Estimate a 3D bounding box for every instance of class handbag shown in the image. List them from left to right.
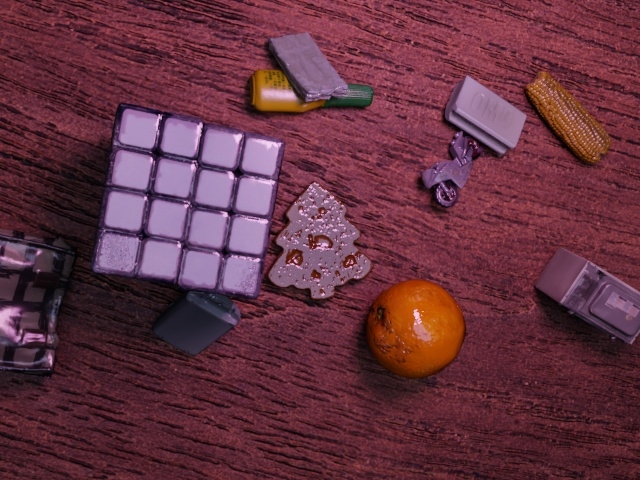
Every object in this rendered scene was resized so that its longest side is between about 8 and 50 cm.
[{"bbox_3d":[-0.729,0.125,1.355,0.327,0.162,0.325,12,92,-18],"label":"handbag"}]

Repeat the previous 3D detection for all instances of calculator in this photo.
[{"bbox_3d":[-0.293,0.191,1.437,0.141,0.045,0.246,35,129,-21],"label":"calculator"}]

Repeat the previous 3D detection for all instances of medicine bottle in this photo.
[{"bbox_3d":[-0.019,-0.366,1.522,0.309,0.076,0.111,0,73,-13],"label":"medicine bottle"}]

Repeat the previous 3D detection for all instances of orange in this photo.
[{"bbox_3d":[0.234,0.218,1.516,0.246,0.246,0.246,0,92,-12],"label":"orange"}]

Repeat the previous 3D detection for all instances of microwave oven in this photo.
[{"bbox_3d":[0.730,0.149,1.635,0.240,0.194,0.145,30,101,-11],"label":"microwave oven"}]

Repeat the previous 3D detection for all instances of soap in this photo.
[{"bbox_3d":[0.430,-0.327,1.609,0.198,0.066,0.119,30,66,-11],"label":"soap"}]

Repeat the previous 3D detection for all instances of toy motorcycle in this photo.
[{"bbox_3d":[0.336,-0.193,1.607,0.122,0.080,0.215,31,75,-10],"label":"toy motorcycle"}]

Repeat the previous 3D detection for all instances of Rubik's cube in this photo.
[{"bbox_3d":[-0.285,-0.076,1.343,0.337,0.344,0.344,10,89,-13],"label":"Rubik's cube"}]

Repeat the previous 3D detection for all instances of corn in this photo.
[{"bbox_3d":[0.673,-0.322,1.656,0.310,0.101,0.101,42,84,-12],"label":"corn"}]

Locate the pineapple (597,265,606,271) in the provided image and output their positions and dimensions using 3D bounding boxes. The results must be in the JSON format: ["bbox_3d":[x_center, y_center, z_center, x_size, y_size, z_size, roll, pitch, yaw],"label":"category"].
[{"bbox_3d":[0.792,0.103,1.738,0.045,0.019,0.083,-35,97,-6],"label":"pineapple"}]

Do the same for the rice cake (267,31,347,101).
[{"bbox_3d":[-0.035,-0.426,1.487,0.124,0.038,0.211,-16,63,-23],"label":"rice cake"}]

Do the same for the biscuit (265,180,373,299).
[{"bbox_3d":[0.000,0.000,1.558,0.278,0.043,0.302,0,91,-10],"label":"biscuit"}]
